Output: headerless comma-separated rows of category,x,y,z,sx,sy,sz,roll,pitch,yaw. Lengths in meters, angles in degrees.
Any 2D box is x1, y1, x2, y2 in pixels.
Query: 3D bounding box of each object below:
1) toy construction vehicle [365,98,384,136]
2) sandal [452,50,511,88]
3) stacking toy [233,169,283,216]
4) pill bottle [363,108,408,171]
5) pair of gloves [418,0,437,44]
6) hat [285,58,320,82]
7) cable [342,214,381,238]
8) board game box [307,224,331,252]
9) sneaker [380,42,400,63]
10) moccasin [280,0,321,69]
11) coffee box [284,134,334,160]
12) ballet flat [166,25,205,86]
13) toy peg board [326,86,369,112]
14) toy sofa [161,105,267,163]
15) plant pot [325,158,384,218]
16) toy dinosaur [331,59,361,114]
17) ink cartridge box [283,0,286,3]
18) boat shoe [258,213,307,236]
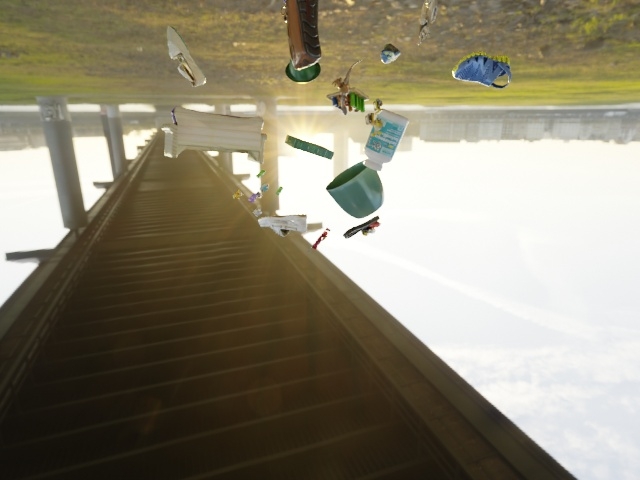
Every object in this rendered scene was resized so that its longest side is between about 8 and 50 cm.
toy construction vehicle,0.186,-0.404,1.349,0.035,0.099,0.086,-2,170,-24
sandal,0.737,-0.750,1.818,0.316,0.138,0.126,-9,162,-18
stacking toy,-0.322,-0.251,2.123,0.167,0.221,0.052,41,171,16
pill bottle,0.291,-0.458,1.879,0.146,0.264,0.146,18,-159,-7
pair of gloves,0.477,-1.033,1.825,0.042,0.205,0.240,3,167,1
hat,-0.100,-0.886,1.932,0.173,0.184,0.208,-39,-113,-15
cable,0.222,-0.057,2.021,0.139,0.072,0.287,-41,171,30
board game box,0.000,0.000,1.906,0.033,0.169,0.133,36,-154,-2
sneaker,0.337,-0.937,2.033,0.067,0.078,0.188,-44,179,41
moccasin,-0.080,-0.847,1.544,0.139,0.381,0.146,-14,-174,-41
coffee box,-0.047,-0.385,1.685,0.184,0.041,0.113,11,-162,-31
ballet flat,-0.576,-0.758,1.700,0.086,0.249,0.086,-24,-150,15
toy peg board,0.138,-0.682,2.029,0.160,0.079,0.161,-3,178,33
toy sofa,-0.394,-0.392,1.532,0.362,0.177,0.150,-3,-165,-31
plant pot,0.210,-0.261,2.195,0.292,0.235,0.293,-32,-162,12
toy dinosaur,0.092,-0.588,1.538,0.064,0.212,0.112,18,-162,15
ink cartridge box,-0.147,-1.068,1.667,0.097,0.207,0.046,-33,161,17
boat shoe,-0.174,-0.064,1.819,0.276,0.096,0.098,-2,-176,41
